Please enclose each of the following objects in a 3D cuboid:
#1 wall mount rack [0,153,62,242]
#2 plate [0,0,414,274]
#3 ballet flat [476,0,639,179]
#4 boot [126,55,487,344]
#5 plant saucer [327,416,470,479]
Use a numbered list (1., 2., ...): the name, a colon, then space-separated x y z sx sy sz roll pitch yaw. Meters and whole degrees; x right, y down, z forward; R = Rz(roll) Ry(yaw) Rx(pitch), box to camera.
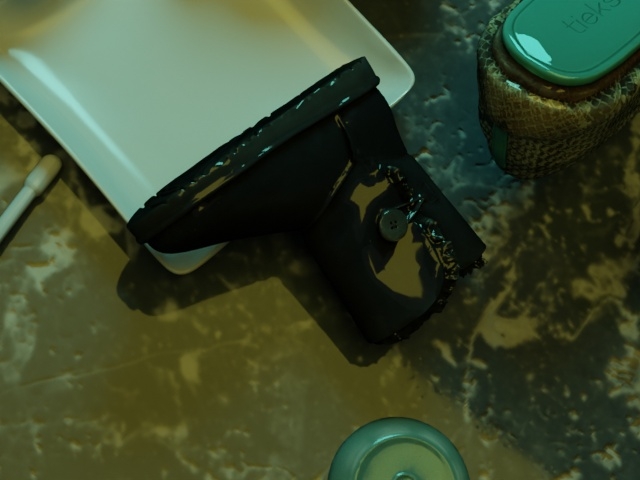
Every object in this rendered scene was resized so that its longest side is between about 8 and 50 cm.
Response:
1. wall mount rack: -0.360 -0.016 0.961 0.350 0.130 0.304 33 27 -4
2. plate: -0.107 -0.149 1.102 0.277 0.045 0.278 -41 85 -19
3. ballet flat: 0.303 -0.218 1.134 0.483 0.182 0.164 -40 67 -22
4. boot: 0.000 0.000 1.025 0.246 0.094 0.207 -36 100 -26
5. plant saucer: 0.066 0.199 1.049 0.119 0.021 0.119 3 75 -10
